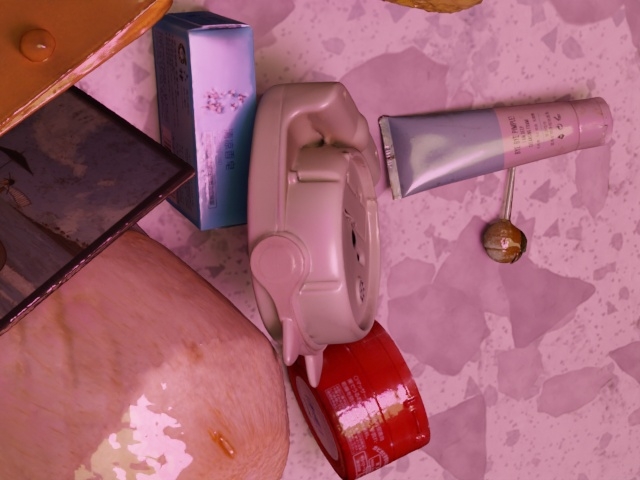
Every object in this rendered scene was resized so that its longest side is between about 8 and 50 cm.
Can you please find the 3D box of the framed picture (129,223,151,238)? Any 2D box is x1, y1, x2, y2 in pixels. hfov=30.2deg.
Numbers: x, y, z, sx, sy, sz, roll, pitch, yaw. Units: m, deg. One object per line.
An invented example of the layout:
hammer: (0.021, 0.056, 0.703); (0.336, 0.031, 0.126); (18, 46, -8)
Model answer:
framed picture: (-0.330, 0.028, 1.416); (0.231, 0.018, 0.293); (-43, 118, -6)

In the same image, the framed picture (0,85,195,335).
framed picture: (-0.339, -0.030, 1.230); (0.347, 0.265, 0.016); (-42, 147, -22)

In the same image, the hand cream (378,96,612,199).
hand cream: (0.233, -0.132, 1.582); (0.312, 0.070, 0.111); (-9, 94, -10)

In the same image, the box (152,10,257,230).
box: (-0.133, -0.142, 1.377); (0.083, 0.142, 0.232); (-8, 109, -22)

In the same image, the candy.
candy: (0.264, -0.068, 1.634); (0.061, 0.061, 0.202); (4, 96, -25)

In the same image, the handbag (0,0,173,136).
handbag: (-0.365, -0.261, 1.211); (0.401, 0.133, 0.283); (-40, 95, -12)

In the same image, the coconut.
coconut: (-0.244, 0.174, 1.309); (0.415, 0.415, 0.345); (16, 109, -27)

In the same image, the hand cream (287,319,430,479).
hand cream: (0.047, 0.206, 1.541); (0.125, 0.193, 0.193); (-23, 114, -14)

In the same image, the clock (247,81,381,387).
clock: (0.000, 0.000, 1.373); (0.108, 0.265, 0.324); (-2, 73, 13)

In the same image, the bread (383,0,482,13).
bread: (0.078, -0.417, 1.285); (0.307, 0.348, 0.348); (18, 99, -37)
